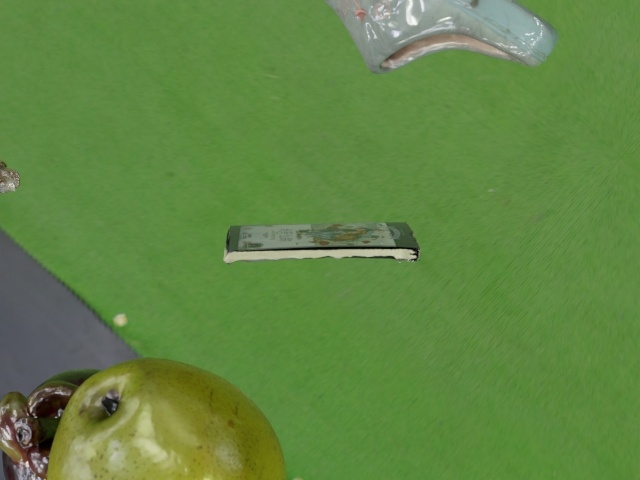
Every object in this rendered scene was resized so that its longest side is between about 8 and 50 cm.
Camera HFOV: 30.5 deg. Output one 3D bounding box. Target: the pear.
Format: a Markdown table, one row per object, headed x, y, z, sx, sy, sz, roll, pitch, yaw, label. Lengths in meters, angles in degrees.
| x | y | z | sx | sy | sz | roll | pitch | yaw | label |
| --- | --- | --- | --- | --- | --- | --- | --- | --- | --- |
| -0.180 | 0.275 | 1.361 | 0.294 | 0.294 | 0.294 | 1 | 94 | 14 | pear |

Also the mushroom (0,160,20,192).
| x | y | z | sx | sy | sz | roll | pitch | yaw | label |
| --- | --- | --- | --- | --- | --- | --- | --- | --- | --- |
| -0.291 | -0.059 | 0.980 | 0.079 | 0.085 | 0.085 | 28 | 100 | -3 | mushroom |

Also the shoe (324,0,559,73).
| x | y | z | sx | sy | sz | roll | pitch | yaw | label |
| --- | --- | --- | --- | --- | --- | --- | --- | --- | --- |
| 0.047 | -0.141 | 0.721 | 0.195 | 0.079 | 0.078 | 26 | 94 | 13 | shoe |

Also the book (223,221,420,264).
| x | y | z | sx | sy | sz | roll | pitch | yaw | label |
| --- | --- | --- | --- | --- | --- | --- | --- | --- | --- |
| 0.000 | -0.001 | 1.433 | 0.231 | 0.157 | 0.026 | -1 | 102 | -2 | book |

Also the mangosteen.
| x | y | z | sx | sy | sz | roll | pitch | yaw | label |
| --- | --- | --- | --- | --- | --- | --- | --- | --- | --- |
| -0.327 | 0.277 | 1.567 | 0.228 | 0.265 | 0.228 | -7 | 64 | 15 | mangosteen |
